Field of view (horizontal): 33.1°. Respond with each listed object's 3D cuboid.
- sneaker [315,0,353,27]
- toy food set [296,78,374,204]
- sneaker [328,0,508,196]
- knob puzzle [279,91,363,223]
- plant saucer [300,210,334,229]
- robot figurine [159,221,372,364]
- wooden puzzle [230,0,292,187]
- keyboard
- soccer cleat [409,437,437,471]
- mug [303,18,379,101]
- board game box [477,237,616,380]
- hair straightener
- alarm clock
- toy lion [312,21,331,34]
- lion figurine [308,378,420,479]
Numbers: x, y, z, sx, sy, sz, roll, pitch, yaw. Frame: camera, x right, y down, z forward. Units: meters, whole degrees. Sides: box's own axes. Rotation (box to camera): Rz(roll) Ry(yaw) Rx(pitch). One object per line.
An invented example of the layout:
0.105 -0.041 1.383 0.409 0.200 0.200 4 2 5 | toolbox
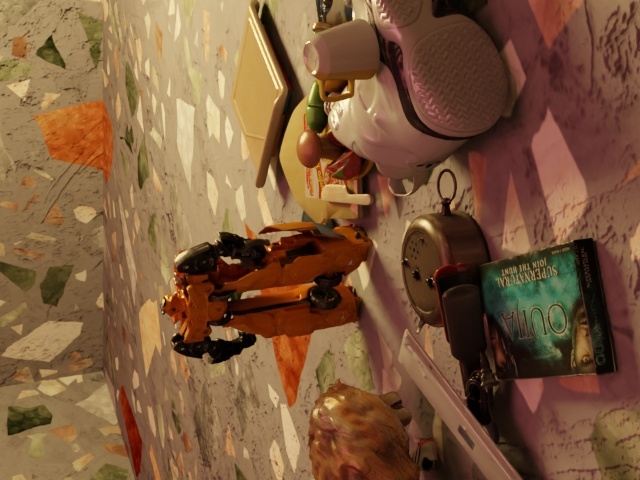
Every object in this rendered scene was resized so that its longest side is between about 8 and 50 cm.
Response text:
0.036 -0.289 1.363 0.211 0.081 0.080 148 113 -87 | sneaker
0.016 -0.147 1.417 0.128 0.071 0.218 21 112 53 | toy food set
0.069 -0.230 1.193 0.210 0.137 0.366 123 133 -56 | sneaker
0.005 -0.120 1.528 0.213 0.030 0.213 12 105 54 | knob puzzle
0.000 0.000 1.623 0.119 0.021 0.119 172 90 -70 | plant saucer
-0.080 0.064 1.471 0.085 0.291 0.211 -123 33 -49 | robot figurine
-0.097 -0.242 1.785 0.221 0.044 0.239 109 152 -50 | wooden puzzle
0.162 0.209 1.173 0.256 0.014 0.072 53 163 27 | keyboard
0.128 0.282 1.366 0.083 0.029 0.036 114 148 -47 | soccer cleat
0.019 -0.183 1.097 0.062 0.064 0.078 -2 101 63 | mug
0.218 0.073 1.059 0.186 0.026 0.126 155 107 -69 | board game box
0.158 0.142 1.151 0.089 0.047 0.230 -103 5 -61 | hair straightener
0.137 0.014 1.212 0.129 0.064 0.192 -147 56 -64 | alarm clock
0.037 -0.237 1.319 0.100 0.096 0.034 4 82 26 | toy lion
0.068 0.381 1.325 0.240 0.142 0.392 23 114 39 | lion figurine
